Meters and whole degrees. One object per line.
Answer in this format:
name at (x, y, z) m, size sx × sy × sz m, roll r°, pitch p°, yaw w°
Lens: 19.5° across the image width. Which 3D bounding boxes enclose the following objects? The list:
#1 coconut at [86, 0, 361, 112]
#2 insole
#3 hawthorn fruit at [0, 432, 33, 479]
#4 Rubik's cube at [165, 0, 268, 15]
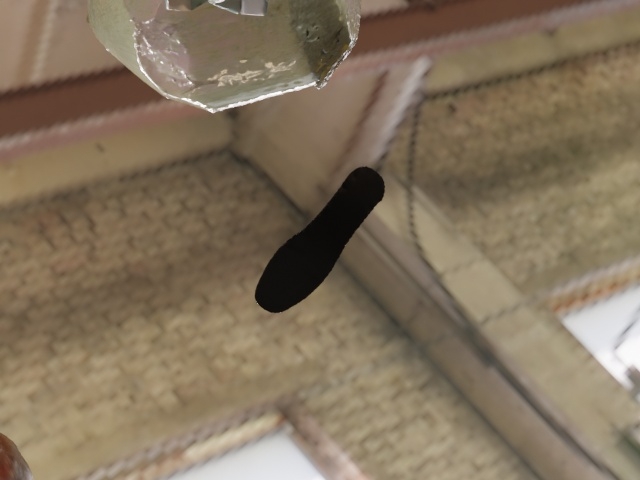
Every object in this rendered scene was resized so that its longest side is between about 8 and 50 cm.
coconut at (-0.085, -0.214, 1.569) m, size 0.234 × 0.224 × 0.224 m, roll -3°, pitch -27°, yaw 6°
insole at (0.000, 0.000, 1.407) m, size 0.135 × 0.045 × 0.002 m, roll -51°, pitch 20°, yaw -3°
hawthorn fruit at (-0.341, 0.207, 1.452) m, size 0.263 × 0.231 × 0.235 m, roll -51°, pitch -10°, yaw -50°
Rubik's cube at (-0.059, -0.167, 1.068) m, size 0.075 × 0.084 × 0.073 m, roll -15°, pitch 9°, yaw -30°
